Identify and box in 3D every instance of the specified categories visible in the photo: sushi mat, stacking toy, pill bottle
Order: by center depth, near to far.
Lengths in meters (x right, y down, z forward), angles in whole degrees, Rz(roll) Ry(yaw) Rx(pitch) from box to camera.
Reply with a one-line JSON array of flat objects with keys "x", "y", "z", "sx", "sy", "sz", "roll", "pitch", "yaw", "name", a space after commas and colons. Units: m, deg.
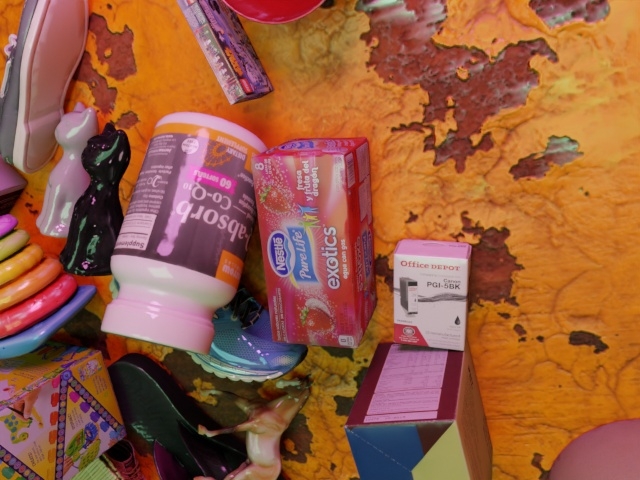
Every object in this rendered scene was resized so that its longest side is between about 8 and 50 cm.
[{"x": -0.169, "y": -0.006, "z": 0.687, "sx": 0.162, "sy": 0.162, "sz": 0.279, "roll": 8, "pitch": 74, "yaw": 16, "name": "pill bottle"}, {"x": -0.522, "y": 0.023, "z": 0.862, "sx": 0.175, "sy": 0.166, "sz": 0.302, "roll": -16, "pitch": 112, "yaw": 22, "name": "stacking toy"}, {"x": -0.454, "y": 0.500, "z": 1.067, "sx": 0.151, "sy": 0.019, "sz": 0.316, "roll": 50, "pitch": 131, "yaw": 6, "name": "sushi mat"}]

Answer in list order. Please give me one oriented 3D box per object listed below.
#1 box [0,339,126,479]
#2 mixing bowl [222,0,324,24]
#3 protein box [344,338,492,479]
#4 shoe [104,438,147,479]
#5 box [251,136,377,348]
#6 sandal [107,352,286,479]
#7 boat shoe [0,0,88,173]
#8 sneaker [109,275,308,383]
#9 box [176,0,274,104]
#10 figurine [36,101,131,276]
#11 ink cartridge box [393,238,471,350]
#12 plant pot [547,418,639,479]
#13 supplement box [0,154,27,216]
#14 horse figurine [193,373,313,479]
[{"x": -0.547, "y": 0.307, "z": 0.902, "sx": 0.289, "sy": 0.279, "sz": 0.177, "roll": 2, "pitch": 110, "yaw": 32, "name": "box"}, {"x": -0.039, "y": -0.344, "z": 0.622, "sx": 0.181, "sy": 0.098, "sz": 0.182, "roll": 6, "pitch": 110, "yaw": 17, "name": "mixing bowl"}, {"x": 0.143, "y": 0.266, "z": 0.725, "sx": 0.135, "sy": 0.201, "sz": 0.200, "roll": -10, "pitch": 105, "yaw": 22, "name": "protein box"}, {"x": -0.377, "y": 0.454, "z": 1.048, "sx": 0.178, "sy": 0.063, "sz": 0.081, "roll": 42, "pitch": 122, "yaw": 6, "name": "shoe"}, {"x": 0.000, "y": 0.000, "z": 0.717, "sx": 0.122, "sy": 0.128, "sz": 0.257, "roll": 1, "pitch": 110, "yaw": 18, "name": "box"}, {"x": -0.230, "y": 0.393, "z": 0.951, "sx": 0.445, "sy": 0.107, "sz": 0.167, "roll": 41, "pitch": 117, "yaw": 1, "name": "sandal"}, {"x": -0.425, "y": -0.249, "z": 0.780, "sx": 0.099, "sy": 0.116, "sz": 0.319, "roll": 31, "pitch": 121, "yaw": 2, "name": "boat shoe"}, {"x": -0.163, "y": 0.088, "z": 0.806, "sx": 0.330, "sy": 0.130, "sz": 0.147, "roll": 28, "pitch": 118, "yaw": 7, "name": "sneaker"}, {"x": -0.117, "y": -0.244, "z": 0.687, "sx": 0.027, "sy": 0.094, "sz": 0.137, "roll": -23, "pitch": 100, "yaw": 24, "name": "box"}, {"x": -0.342, "y": -0.087, "z": 0.794, "sx": 0.215, "sy": 0.092, "sz": 0.210, "roll": 34, "pitch": 115, "yaw": 42, "name": "figurine"}, {"x": 0.151, "y": 0.073, "z": 0.733, "sx": 0.099, "sy": 0.056, "sz": 0.135, "roll": 3, "pitch": 111, "yaw": 19, "name": "ink cartridge box"}, {"x": 0.445, "y": 0.404, "z": 0.681, "sx": 0.284, "sy": 0.191, "sz": 0.284, "roll": 6, "pitch": 112, "yaw": 16, "name": "plant pot"}, {"x": -0.630, "y": -0.062, "z": 0.941, "sx": 0.130, "sy": 0.073, "sz": 0.239, "roll": 46, "pitch": 117, "yaw": -2, "name": "supplement box"}, {"x": -0.116, "y": 0.337, "z": 0.869, "sx": 0.174, "sy": 0.066, "sz": 0.263, "roll": 5, "pitch": 95, "yaw": -23, "name": "horse figurine"}]
